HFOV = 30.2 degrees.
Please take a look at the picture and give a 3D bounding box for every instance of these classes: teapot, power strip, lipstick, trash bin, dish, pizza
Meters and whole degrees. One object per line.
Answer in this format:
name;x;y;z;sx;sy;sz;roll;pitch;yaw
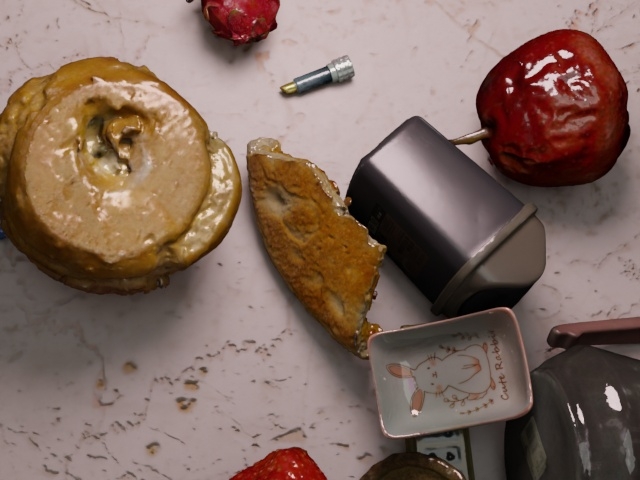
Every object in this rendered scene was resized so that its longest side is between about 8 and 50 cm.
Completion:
teapot;0.456;0.266;1.644;0.361;0.305;0.376;0;48;-15
power strip;0.170;0.309;1.690;0.092;0.066;0.388;-4;78;-5
lipstick;-0.006;-0.247;1.815;0.116;0.037;0.037;-23;81;-6
trash bin;0.183;-0.019;1.696;0.182;0.209;0.290;-41;79;-19
dish;0.182;0.186;1.634;0.212;0.077;0.151;-13;76;14
pizza;0.000;0.000;1.691;0.074;0.182;0.365;-16;68;-51

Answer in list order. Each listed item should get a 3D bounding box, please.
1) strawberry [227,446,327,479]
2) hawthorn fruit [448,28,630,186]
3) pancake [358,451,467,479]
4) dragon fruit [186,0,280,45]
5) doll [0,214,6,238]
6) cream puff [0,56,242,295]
strawberry;-0.060;0.403;1.552;0.257;0.257;0.277;11;66;-4
hawthorn fruit;0.317;-0.178;1.756;0.266;0.210;0.230;-20;93;3
pancake;0.128;0.388;1.640;0.199;0.021;0.199;-5;80;26
dragon fruit;-0.121;-0.371;1.779;0.136;0.133;0.166;26;33;-35
doll;-0.476;-0.065;1.705;0.206;0.067;0.110;37;85;-8
cream puff;-0.288;-0.085;1.641;0.343;0.231;0.327;7;79;-15
